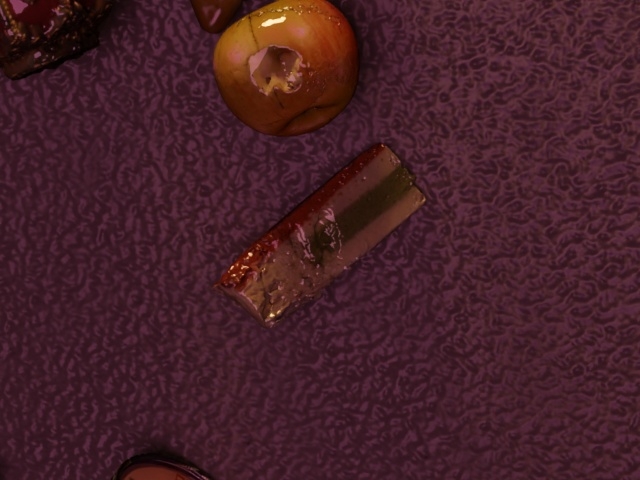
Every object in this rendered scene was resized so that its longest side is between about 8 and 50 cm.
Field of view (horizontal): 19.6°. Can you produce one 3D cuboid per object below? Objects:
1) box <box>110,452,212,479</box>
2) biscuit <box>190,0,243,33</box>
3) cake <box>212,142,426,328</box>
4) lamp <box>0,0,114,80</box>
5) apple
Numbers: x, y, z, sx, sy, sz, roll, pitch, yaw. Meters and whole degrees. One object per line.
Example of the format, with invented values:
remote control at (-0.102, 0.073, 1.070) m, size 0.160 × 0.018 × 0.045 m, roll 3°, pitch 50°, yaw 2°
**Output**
box at (-0.181, 0.321, 1.941) m, size 0.151 × 0.151 × 0.135 m, roll 39°, pitch 117°, yaw 1°
biscuit at (-0.056, -0.313, 1.803) m, size 0.207 × 0.047 × 0.164 m, roll -23°, pitch 97°, yaw 16°
cake at (-0.006, 0.003, 1.877) m, size 0.220 × 0.117 × 0.086 m, roll -42°, pitch 96°, yaw -15°
lamp at (-0.312, -0.294, 1.799) m, size 0.177 × 0.177 × 0.274 m, roll -22°, pitch 99°, yaw 16°
apple at (-0.029, -0.165, 1.788) m, size 0.146 × 0.146 × 0.147 m, roll 3°, pitch 104°, yaw 11°
